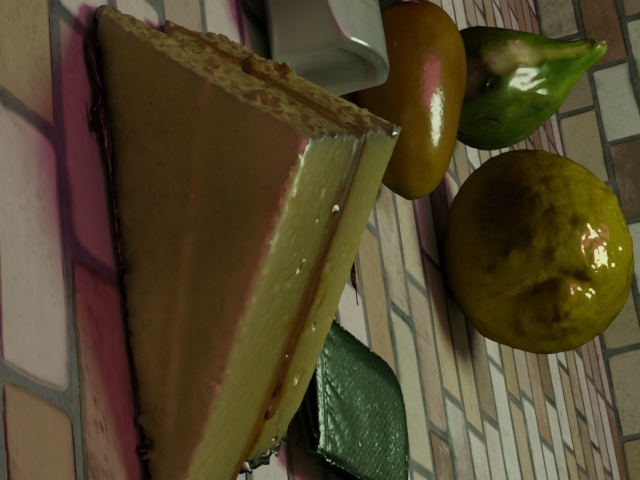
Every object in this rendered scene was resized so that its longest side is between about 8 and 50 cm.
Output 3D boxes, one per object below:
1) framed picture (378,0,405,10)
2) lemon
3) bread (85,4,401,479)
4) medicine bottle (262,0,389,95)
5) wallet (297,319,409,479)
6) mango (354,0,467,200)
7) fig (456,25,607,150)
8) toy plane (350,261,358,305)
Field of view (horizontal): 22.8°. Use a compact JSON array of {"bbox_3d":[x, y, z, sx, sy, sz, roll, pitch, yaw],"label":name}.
[{"bbox_3d":[0.075,-0.367,2.223,0.197,0.014,0.252,-84,155,-49],"label":"framed picture"},{"bbox_3d":[0.302,0.013,2.219,0.316,0.285,0.285,-39,114,-80],"label":"lemon"},{"bbox_3d":[-0.097,0.013,1.326,0.405,0.242,0.346,-69,163,-3],"label":"bread"},{"bbox_3d":[-0.012,-0.328,1.721,0.179,0.124,0.324,31,48,-67],"label":"medicine bottle"},{"bbox_3d":[0.026,0.166,1.546,0.236,0.055,0.160,42,35,-57],"label":"wallet"},{"bbox_3d":[0.109,-0.185,1.967,0.175,0.139,0.254,48,38,-51],"label":"mango"},{"bbox_3d":[0.312,-0.250,2.442,0.206,0.275,0.206,-14,90,-75],"label":"fig"},{"bbox_3d":[-0.002,-0.007,1.568,0.194,0.077,0.126,-94,169,-53],"label":"toy plane"}]
